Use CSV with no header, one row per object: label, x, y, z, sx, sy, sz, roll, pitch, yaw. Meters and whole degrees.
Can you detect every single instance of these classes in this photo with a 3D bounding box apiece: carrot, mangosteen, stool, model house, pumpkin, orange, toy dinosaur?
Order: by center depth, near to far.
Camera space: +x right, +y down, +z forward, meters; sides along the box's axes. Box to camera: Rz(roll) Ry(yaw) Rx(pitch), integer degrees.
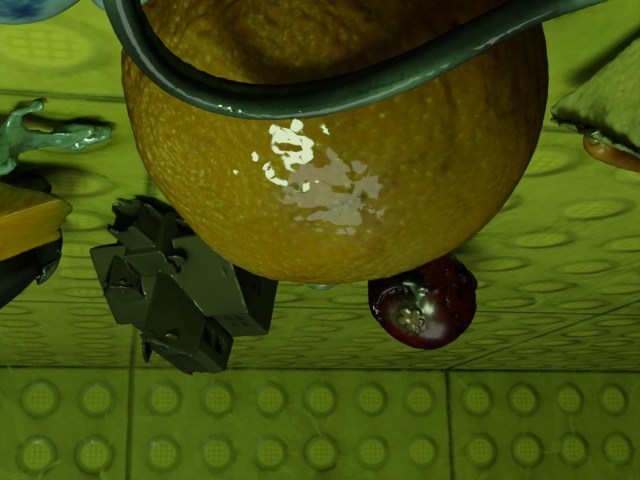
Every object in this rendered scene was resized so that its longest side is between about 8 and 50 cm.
orange,0.008,-0.093,0.554,0.264,0.264,0.264,-1,165,0
toy dinosaur,-0.367,-0.054,0.797,0.383,0.076,0.129,-22,162,-20
carrot,0.334,-0.091,0.968,0.037,0.037,0.190,-14,164,41
pumpkin,-0.407,-0.033,0.992,0.248,0.126,0.131,-18,158,-19
stool,-0.435,0.029,1.131,0.153,0.139,0.228,-38,-178,22
model house,-0.195,0.048,1.185,0.211,0.204,0.243,-8,147,23
mangosteen,0.155,0.077,1.368,0.166,0.166,0.180,-7,-170,20

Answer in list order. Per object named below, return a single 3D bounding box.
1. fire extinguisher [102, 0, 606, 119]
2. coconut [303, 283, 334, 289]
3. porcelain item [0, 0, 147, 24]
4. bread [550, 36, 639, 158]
fire extinguisher,0.055,-0.132,0.335,0.376,0.200,0.113,-2,-158,-2
coconut,0.000,0.000,1.104,0.116,0.122,0.116,0,166,0
porcelain item,-0.173,-0.187,0.383,0.141,0.141,0.259,-13,151,39
bread,0.370,-0.017,0.672,0.346,0.404,0.242,20,136,-25
